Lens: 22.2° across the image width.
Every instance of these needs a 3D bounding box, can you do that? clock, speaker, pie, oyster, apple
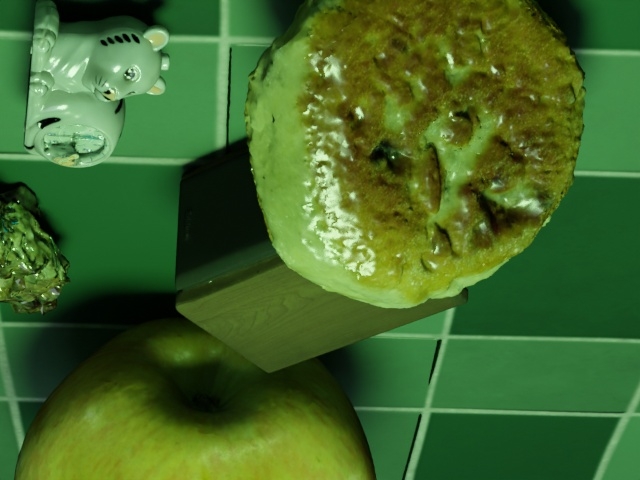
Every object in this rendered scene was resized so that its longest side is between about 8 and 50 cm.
[{"bbox_3d":[-0.193,-0.130,1.405,0.117,0.080,0.176,6,144,-11],"label":"clock"},{"bbox_3d":[0.000,0.000,1.536,0.231,0.153,0.192,-22,140,29],"label":"speaker"},{"bbox_3d":[0.085,-0.087,1.332,0.315,0.092,0.315,-8,113,-21],"label":"pie"},{"bbox_3d":[-0.344,0.012,1.617,0.198,0.092,0.259,12,148,-12],"label":"oyster"},{"bbox_3d":[-0.129,0.264,1.749,0.391,0.391,0.346,6,132,-9],"label":"apple"}]
